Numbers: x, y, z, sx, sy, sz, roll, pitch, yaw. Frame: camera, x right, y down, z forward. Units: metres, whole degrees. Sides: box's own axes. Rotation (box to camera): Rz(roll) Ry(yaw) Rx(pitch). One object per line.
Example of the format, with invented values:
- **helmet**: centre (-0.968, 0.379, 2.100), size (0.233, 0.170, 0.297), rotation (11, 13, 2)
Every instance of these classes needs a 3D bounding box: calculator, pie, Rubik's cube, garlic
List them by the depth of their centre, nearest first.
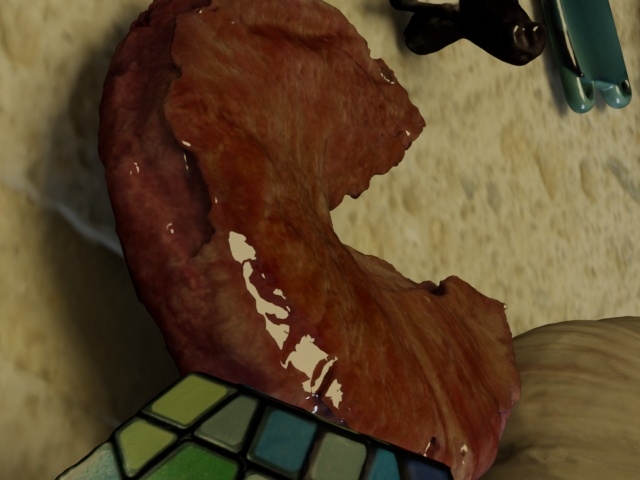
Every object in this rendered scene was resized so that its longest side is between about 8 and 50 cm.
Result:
- **Rubik's cube**: centre (-0.019, 0.101, 0.478), size (0.133, 0.133, 0.112), rotation (26, 85, -48)
- **pie**: centre (0.000, 0.000, 0.624), size (0.218, 0.054, 0.204), rotation (64, 27, 0)
- **garlic**: centre (0.174, 0.125, 0.728), size (0.218, 0.212, 0.218), rotation (25, 55, -42)
- **calculator**: centre (0.137, -0.139, 0.926), size (0.094, 0.019, 0.141), rotation (-11, 86, -55)

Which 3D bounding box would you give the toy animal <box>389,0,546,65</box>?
- **toy animal**: centre (0.042, -0.180, 0.727), size (0.210, 0.117, 0.121), rotation (42, 54, -42)
